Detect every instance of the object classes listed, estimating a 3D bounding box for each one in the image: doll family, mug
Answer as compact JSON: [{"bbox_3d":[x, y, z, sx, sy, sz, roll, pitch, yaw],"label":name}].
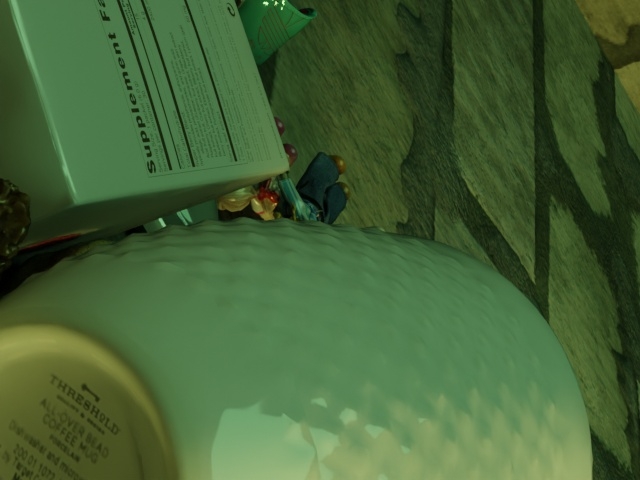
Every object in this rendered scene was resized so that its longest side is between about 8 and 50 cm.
[{"bbox_3d":[0.000,0.000,1.435,0.263,0.118,0.163,63,26,-17],"label":"doll family"},{"bbox_3d":[-0.013,0.155,0.807,0.374,0.276,0.328,48,19,24],"label":"mug"}]

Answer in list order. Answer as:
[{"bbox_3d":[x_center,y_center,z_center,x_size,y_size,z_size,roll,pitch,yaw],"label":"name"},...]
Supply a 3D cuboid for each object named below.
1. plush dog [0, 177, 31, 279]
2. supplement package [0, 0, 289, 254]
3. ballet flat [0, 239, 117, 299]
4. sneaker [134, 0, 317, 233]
[{"bbox_3d":[-0.272,0.023,0.783,0.225,0.262,0.210,-50,152,-51],"label":"plush dog"},{"bbox_3d":[-0.179,-0.090,1.056,0.293,0.177,0.175,-15,87,-65],"label":"supplement package"},{"bbox_3d":[-0.186,0.104,0.981,0.123,0.123,0.348,61,27,-21],"label":"ballet flat"},{"bbox_3d":[-0.084,-0.135,1.284,0.124,0.178,0.295,5,68,-64],"label":"sneaker"}]
